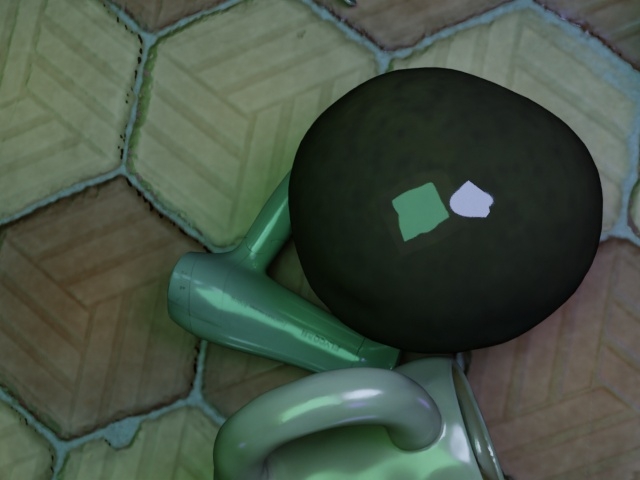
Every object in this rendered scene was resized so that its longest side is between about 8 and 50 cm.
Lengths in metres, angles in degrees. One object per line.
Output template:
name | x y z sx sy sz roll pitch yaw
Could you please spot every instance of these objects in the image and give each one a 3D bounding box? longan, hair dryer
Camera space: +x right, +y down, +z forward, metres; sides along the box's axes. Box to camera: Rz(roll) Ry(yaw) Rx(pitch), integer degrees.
longan | 0.099 -0.029 1.014 0.248 0.248 0.248 -2 80 14
hair dryer | 0.000 0.000 1.122 0.206 0.075 0.237 21 78 9

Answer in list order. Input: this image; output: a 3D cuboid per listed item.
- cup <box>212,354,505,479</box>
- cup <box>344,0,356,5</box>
cup | 0.024 0.191 0.972 0.202 0.255 0.173 -20 80 10
cup | 0.022 -0.273 1.144 0.099 0.074 0.102 31 90 17
